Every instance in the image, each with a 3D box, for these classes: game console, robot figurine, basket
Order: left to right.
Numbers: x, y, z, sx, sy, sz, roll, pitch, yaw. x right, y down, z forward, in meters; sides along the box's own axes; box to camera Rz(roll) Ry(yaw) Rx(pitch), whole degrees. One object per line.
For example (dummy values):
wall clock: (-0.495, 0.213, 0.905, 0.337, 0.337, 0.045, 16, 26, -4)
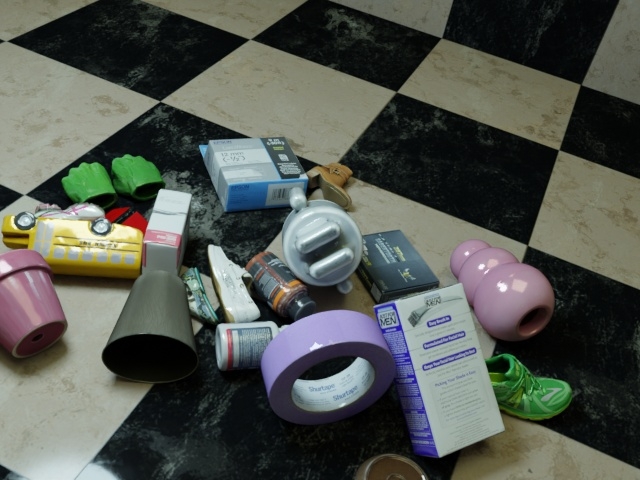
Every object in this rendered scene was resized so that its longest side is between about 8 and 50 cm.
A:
game console: (-0.545, -0.021, 1.893, 0.124, 0.085, 0.144, -4, 30, 31)
basket: (-0.376, 0.187, 1.591, 0.204, 0.154, 0.227, 5, 36, -12)
robot figurine: (0.000, 0.000, 1.810, 0.200, 0.300, 0.353, -24, 9, 0)

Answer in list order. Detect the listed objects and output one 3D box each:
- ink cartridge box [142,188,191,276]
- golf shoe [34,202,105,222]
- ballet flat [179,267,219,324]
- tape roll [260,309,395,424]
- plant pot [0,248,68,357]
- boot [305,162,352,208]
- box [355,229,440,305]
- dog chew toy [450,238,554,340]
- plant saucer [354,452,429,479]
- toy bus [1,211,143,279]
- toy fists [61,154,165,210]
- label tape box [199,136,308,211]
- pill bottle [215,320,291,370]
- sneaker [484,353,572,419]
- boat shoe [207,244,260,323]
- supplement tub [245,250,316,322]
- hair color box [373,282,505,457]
ink cartridge box: (-0.393, -0.003, 1.797, 0.092, 0.158, 0.218, 7, 40, -7)
golf shoe: (-0.667, -0.052, 1.861, 0.186, 0.067, 0.086, -3, 49, -2)
ballet flat: (-0.306, 0.148, 1.729, 0.070, 0.070, 0.188, -8, 42, -23)
tape roll: (0.016, 0.273, 1.485, 0.275, 0.274, 0.090, -3, 42, -18)
plant pot: (-0.659, 0.149, 1.540, 0.201, 0.201, 0.180, -28, 70, -38)
boot: (0.055, -0.182, 2.198, 0.197, 0.073, 0.152, 37, 41, 23)
box: (0.193, 0.072, 1.940, 0.183, 0.059, 0.232, -8, 44, -25)
dog chew toy: (0.463, 0.115, 1.864, 0.207, 0.206, 0.332, -8, 36, -23)
plant saucer: (0.154, 0.505, 1.440, 0.168, 0.029, 0.168, 7, 39, -6)
toy bus: (-0.608, 0.015, 1.735, 0.333, 0.108, 0.130, 4, 71, -10)
toy fists: (-0.588, -0.165, 1.993, 0.279, 0.096, 0.142, -19, 59, -34)
label tape box: (-0.215, -0.242, 2.165, 0.249, 0.115, 0.347, -6, 45, -21)
pill bottle: (-0.145, 0.241, 1.613, 0.180, 0.108, 0.108, -1, 41, -16)
sneaker: (0.455, 0.339, 1.641, 0.296, 0.123, 0.109, 9, 39, -5)
boat shoe: (-0.216, 0.109, 1.746, 0.096, 0.098, 0.277, -15, 46, -13)
supplement tub: (-0.100, 0.122, 1.768, 0.106, 0.106, 0.198, -23, 51, -35)
hair color box: (0.259, 0.280, 1.538, 0.185, 0.110, 0.338, -12, 85, -27)
